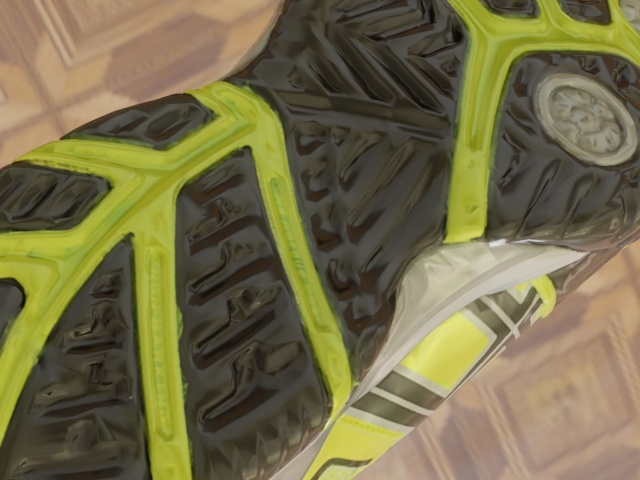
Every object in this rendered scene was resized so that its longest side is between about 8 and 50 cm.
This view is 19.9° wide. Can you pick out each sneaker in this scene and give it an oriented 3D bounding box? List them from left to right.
[{"bbox_3d":[0.000,0.000,0.605,0.384,0.145,0.147,-29,162,-38],"label":"sneaker"}]
